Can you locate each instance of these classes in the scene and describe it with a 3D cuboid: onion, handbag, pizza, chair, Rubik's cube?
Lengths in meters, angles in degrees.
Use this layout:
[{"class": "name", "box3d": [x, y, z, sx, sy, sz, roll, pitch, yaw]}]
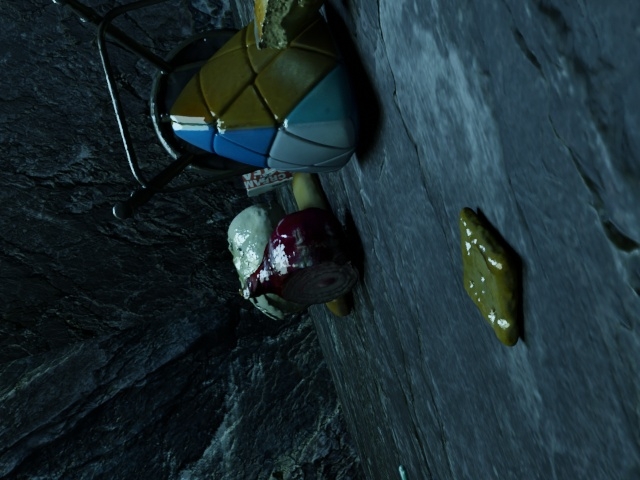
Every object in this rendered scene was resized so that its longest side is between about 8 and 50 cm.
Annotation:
[{"class": "onion", "box3d": [-0.046, 0.037, 1.247, 0.195, 0.218, 0.140, 59, -169, -71]}, {"class": "handbag", "box3d": [-0.137, -0.259, 1.636, 0.151, 0.171, 0.298, -128, 24, -73]}, {"class": "pizza", "box3d": [-0.024, -0.330, 0.791, 0.204, 0.080, 0.188, -103, 25, -43]}, {"class": "chair", "box3d": [-0.191, -0.261, 1.270, 0.410, 0.364, 0.362, -121, 15, -85]}, {"class": "Rubik's cube", "box3d": [-0.031, -0.190, 0.922, 0.254, 0.254, 0.255, 164, 90, -85]}]

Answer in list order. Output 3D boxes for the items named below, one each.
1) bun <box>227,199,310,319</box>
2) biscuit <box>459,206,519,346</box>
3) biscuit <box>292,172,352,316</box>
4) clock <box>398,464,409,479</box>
[{"class": "bun", "box3d": [-0.097, 0.046, 1.426, 0.239, 0.141, 0.239, 56, -161, -30]}, {"class": "biscuit", "box3d": [0.125, 0.026, 0.532, 0.083, 0.018, 0.081, -112, 8, -55]}, {"class": "biscuit", "box3d": [0.000, 0.000, 1.544, 0.237, 0.062, 0.291, 82, 169, -52]}, {"class": "clock", "box3d": [0.163, 0.433, 1.061, 0.211, 0.065, 0.159, -114, 10, -61]}]
